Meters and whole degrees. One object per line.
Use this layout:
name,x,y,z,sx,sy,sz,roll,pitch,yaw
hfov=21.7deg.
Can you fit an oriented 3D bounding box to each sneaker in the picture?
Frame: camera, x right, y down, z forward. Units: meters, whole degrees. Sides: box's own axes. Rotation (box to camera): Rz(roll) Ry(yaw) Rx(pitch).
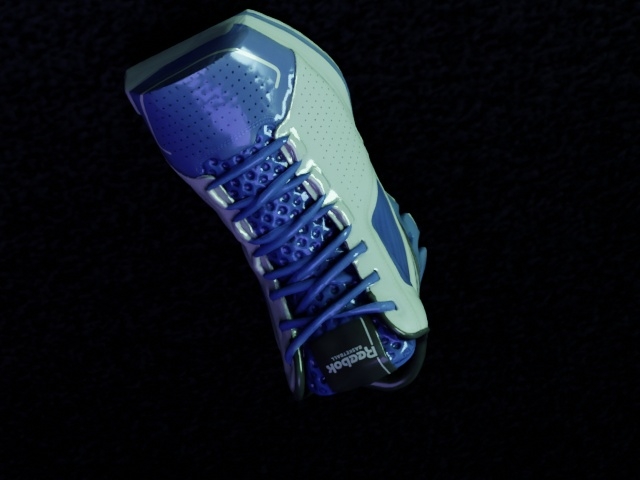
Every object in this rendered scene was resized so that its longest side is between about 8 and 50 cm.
sneaker,0.000,0.001,1.155,0.127,0.182,0.315,-28,130,12
